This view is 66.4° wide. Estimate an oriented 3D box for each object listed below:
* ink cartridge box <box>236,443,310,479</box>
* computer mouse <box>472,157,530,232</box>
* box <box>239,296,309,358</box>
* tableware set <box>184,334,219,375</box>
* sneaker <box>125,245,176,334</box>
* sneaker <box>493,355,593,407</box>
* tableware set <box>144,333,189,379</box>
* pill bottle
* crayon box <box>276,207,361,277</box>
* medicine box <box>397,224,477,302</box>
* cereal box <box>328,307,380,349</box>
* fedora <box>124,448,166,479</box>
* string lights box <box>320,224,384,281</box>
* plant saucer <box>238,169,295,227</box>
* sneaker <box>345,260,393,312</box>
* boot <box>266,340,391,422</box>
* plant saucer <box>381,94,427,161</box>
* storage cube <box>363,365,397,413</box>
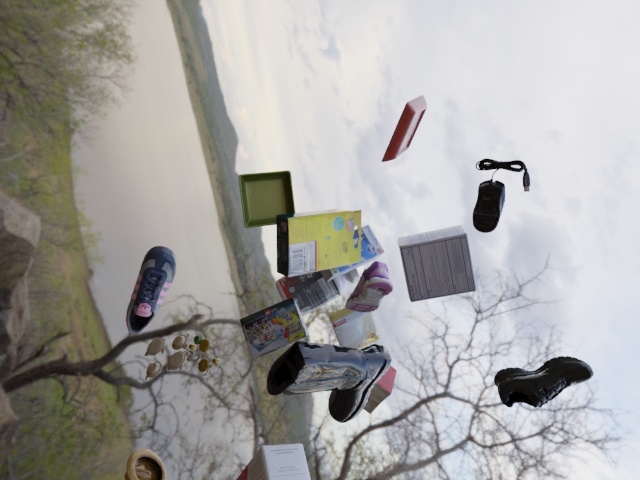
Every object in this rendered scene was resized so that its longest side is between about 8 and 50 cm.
[{"bbox_3d":[-0.108,0.719,1.256,0.226,0.131,0.306,-58,-143,36],"label":"ink cartridge box"},{"bbox_3d":[0.627,-0.153,1.687,0.184,0.060,0.262,3,-93,34],"label":"computer mouse"},{"bbox_3d":[-0.176,0.331,1.853,0.044,0.233,0.159,45,23,-67],"label":"box"},{"bbox_3d":[-0.421,0.408,1.754,0.154,0.104,0.024,27,-11,35],"label":"tableware set"},{"bbox_3d":[-0.532,0.166,1.536,0.131,0.112,0.319,-101,-148,-54],"label":"sneaker"},{"bbox_3d":[0.677,0.442,1.480,0.109,0.286,0.130,57,26,-19],"label":"sneaker"},{"bbox_3d":[-0.480,0.356,1.527,0.141,0.169,0.020,-94,163,-47],"label":"tableware set"},{"bbox_3d":[-0.010,0.195,2.285,0.210,0.363,0.210,61,-3,6],"label":"pill bottle"},{"bbox_3d":[0.000,0.000,1.690,0.081,0.318,0.202,17,-70,52],"label":"crayon box"},{"bbox_3d":[0.500,0.099,2.109,0.149,0.289,0.263,-68,146,-72],"label":"medicine box"},{"bbox_3d":[0.142,0.356,1.997,0.047,0.173,0.240,-123,-168,-49],"label":"cereal box"},{"bbox_3d":[-0.680,0.898,1.868,0.194,0.079,0.194,51,13,-17],"label":"fedora"},{"bbox_3d":[0.106,0.047,1.896,0.133,0.260,0.077,60,-30,13],"label":"string lights box"},{"bbox_3d":[-0.191,-0.147,1.740,0.045,0.188,0.188,-175,-102,-74],"label":"plant saucer"},{"bbox_3d":[0.146,0.138,1.468,0.236,0.095,0.104,123,-26,-53],"label":"sneaker"},{"bbox_3d":[0.003,0.508,1.702,0.146,0.445,0.367,42,-68,39],"label":"boot"},{"bbox_3d":[0.354,-0.453,2.002,0.259,0.048,0.258,-42,158,-57],"label":"plant saucer"},{"bbox_3d":[0.247,0.707,2.449,0.183,0.215,0.193,-53,179,27],"label":"storage cube"}]
